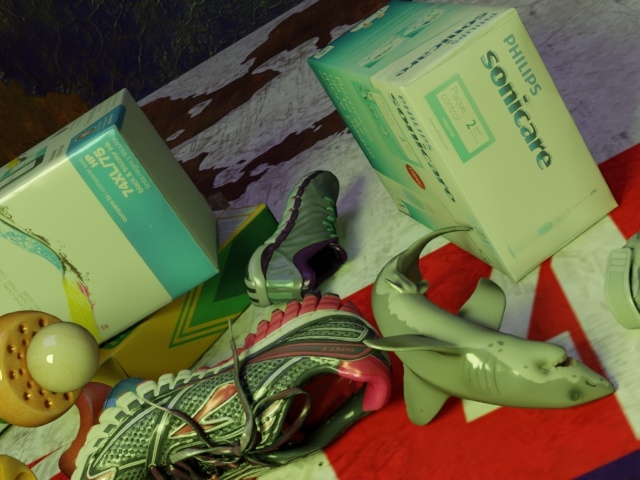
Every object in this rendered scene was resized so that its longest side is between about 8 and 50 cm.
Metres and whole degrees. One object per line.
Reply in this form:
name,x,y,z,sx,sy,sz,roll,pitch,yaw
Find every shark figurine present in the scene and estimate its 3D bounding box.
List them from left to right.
shark figurine,0.083,0.082,0.781,0.166,0.116,0.278,-4,23,-18

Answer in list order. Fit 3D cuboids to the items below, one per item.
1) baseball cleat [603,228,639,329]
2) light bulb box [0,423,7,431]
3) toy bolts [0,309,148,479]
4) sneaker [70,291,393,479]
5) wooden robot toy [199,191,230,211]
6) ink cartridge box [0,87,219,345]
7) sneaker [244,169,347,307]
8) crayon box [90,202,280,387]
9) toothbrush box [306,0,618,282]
baseball cleat,0.261,0.041,0.672,0.109,0.072,0.206,-42,14,16
light bulb box,-0.520,0.124,1.353,0.361,0.225,0.358,-45,24,-30
toy bolts,-0.213,0.180,0.874,0.158,0.228,0.218,-17,67,33
sneaker,-0.078,0.157,0.810,0.299,0.121,0.112,-36,30,-1
wooden robot toy,-0.199,-0.016,1.425,0.079,0.076,0.173,-34,18,30
ink cartridge box,-0.280,-0.003,1.097,0.270,0.197,0.198,-32,21,4
sneaker,0.000,0.000,1.125,0.098,0.083,0.224,3,41,25
crayon box,-0.202,0.090,1.174,0.203,0.083,0.323,-5,34,51
toothbrush box,0.127,-0.113,0.966,0.126,0.216,0.295,-36,23,-6
